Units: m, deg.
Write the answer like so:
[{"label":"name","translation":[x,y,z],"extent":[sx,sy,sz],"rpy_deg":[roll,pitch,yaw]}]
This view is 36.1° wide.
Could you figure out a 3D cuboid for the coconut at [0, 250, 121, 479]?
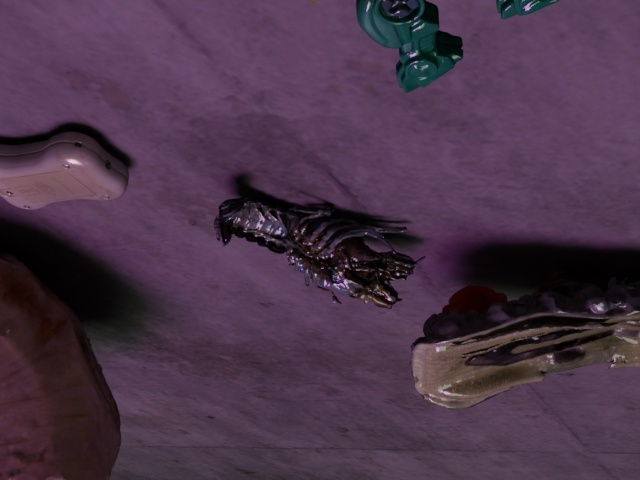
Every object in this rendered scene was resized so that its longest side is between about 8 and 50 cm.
[{"label":"coconut","translation":[-0.384,0.164,0.936],"extent":[0.415,0.345,0.415],"rpy_deg":[1,-179,0]}]

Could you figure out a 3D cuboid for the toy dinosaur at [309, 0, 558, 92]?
[{"label":"toy dinosaur","translation":[0.059,-0.157,0.416],"extent":[0.259,0.094,0.153],"rpy_deg":[-19,147,32]}]

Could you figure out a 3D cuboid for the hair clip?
[{"label":"hair clip","translation":[0.232,0.066,0.808],"extent":[0.321,0.091,0.138],"rpy_deg":[-4,145,2]}]

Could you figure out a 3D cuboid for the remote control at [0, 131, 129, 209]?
[{"label":"remote control","translation":[-0.214,-0.055,0.776],"extent":[0.122,0.032,0.074],"rpy_deg":[-4,151,27]}]

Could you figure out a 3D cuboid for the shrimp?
[{"label":"shrimp","translation":[-0.001,-0.002,0.797],"extent":[0.174,0.076,0.082],"rpy_deg":[23,111,-16]}]
